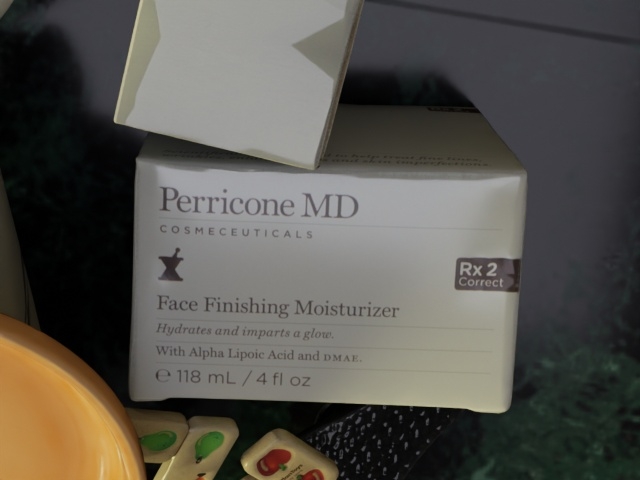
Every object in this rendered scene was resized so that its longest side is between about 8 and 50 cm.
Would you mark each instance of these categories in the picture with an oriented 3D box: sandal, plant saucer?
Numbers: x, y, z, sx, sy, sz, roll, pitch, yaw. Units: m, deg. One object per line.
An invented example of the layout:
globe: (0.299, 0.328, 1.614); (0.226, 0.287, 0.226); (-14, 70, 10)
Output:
sandal: (0.031, 0.109, 0.861); (0.179, 0.040, 0.067); (-41, 107, -7)
plant saucer: (-0.175, 0.097, 0.654); (0.200, 0.037, 0.200); (0, 126, 0)

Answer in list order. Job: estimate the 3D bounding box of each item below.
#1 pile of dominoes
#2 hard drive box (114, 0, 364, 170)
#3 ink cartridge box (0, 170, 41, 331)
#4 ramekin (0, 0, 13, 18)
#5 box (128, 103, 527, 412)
pile of dominoes: (-0.103, 0.192, 0.777); (0.196, 0.040, 0.251); (9, 124, -33)
hard drive box: (-0.022, -0.148, 0.692); (0.089, 0.232, 0.181); (13, 102, -5)
ink cartridge box: (-0.245, 0.066, 0.737); (0.207, 0.117, 0.283); (-3, 132, -1)
ramekin: (-0.210, -0.197, 0.667); (0.127, 0.273, 0.272); (9, 106, -37)
box: (0.000, 0.000, 0.755); (0.181, 0.182, 0.119); (2, 104, -2)
